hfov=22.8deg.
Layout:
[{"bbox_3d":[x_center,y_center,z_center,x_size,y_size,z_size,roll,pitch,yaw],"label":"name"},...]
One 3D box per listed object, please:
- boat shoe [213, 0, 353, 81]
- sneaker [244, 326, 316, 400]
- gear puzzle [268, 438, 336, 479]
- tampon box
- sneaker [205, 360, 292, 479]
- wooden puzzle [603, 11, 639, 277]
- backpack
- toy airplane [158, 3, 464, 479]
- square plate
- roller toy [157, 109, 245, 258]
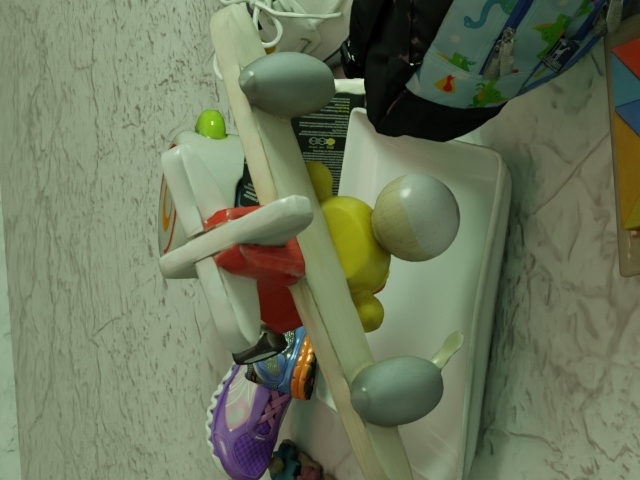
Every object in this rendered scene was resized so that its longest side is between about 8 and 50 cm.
[{"bbox_3d":[-0.043,-0.276,1.884,0.367,0.156,0.136,147,121,-61],"label":"boat shoe"},{"bbox_3d":[-0.041,0.089,1.873,0.221,0.087,0.083,-83,-2,-49],"label":"sneaker"},{"bbox_3d":[-0.052,0.426,1.974,0.175,0.044,0.339,-150,65,-62],"label":"gear puzzle"},{"bbox_3d":[-0.023,-0.109,1.892,0.120,0.101,0.161,-155,69,-64],"label":"tampon box"},{"bbox_3d":[-0.065,0.181,1.943,0.104,0.095,0.236,-7,64,52],"label":"sneaker"},{"bbox_3d":[0.296,-0.093,1.273,0.238,0.044,0.221,159,111,-63],"label":"wooden puzzle"},{"bbox_3d":[0.168,-0.292,1.360,0.355,0.273,0.290,102,169,-50],"label":"backpack"},{"bbox_3d":[0.000,0.000,1.520,0.384,0.272,0.386,-104,-6,-57],"label":"toy airplane"},{"bbox_3d":[0.099,0.052,1.680,0.344,0.049,0.347,-152,67,-63],"label":"square plate"},{"bbox_3d":[-0.126,-0.042,2.056,0.209,0.146,0.191,111,159,-46],"label":"roller toy"}]
